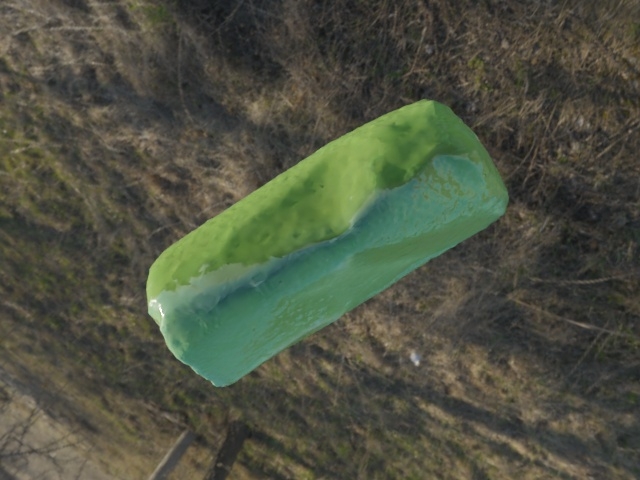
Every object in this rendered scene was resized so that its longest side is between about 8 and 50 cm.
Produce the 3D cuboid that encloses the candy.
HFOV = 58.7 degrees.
[{"bbox_3d":[0.000,0.000,0.541,0.132,0.343,0.142,57,-176,-35],"label":"candy"}]
